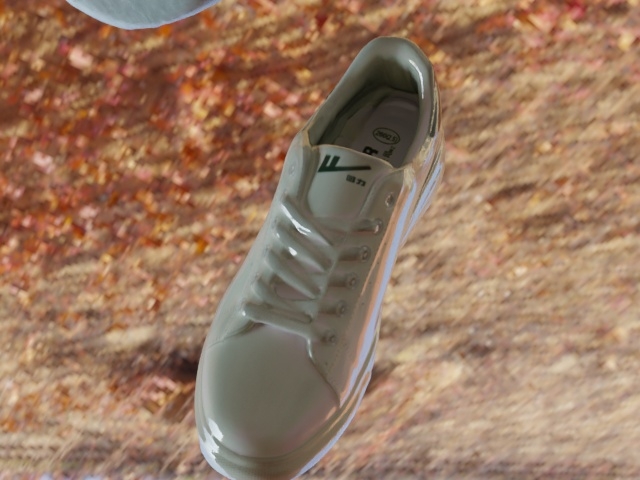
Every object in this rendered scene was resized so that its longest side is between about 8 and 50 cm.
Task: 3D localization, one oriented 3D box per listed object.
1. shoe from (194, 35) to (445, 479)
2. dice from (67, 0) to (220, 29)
[{"bbox_3d":[0.000,0.000,0.830,0.095,0.110,0.265,17,-124,12],"label":"shoe"},{"bbox_3d":[-0.182,-0.415,1.700,0.264,0.263,0.268,-55,-54,-37],"label":"dice"}]
